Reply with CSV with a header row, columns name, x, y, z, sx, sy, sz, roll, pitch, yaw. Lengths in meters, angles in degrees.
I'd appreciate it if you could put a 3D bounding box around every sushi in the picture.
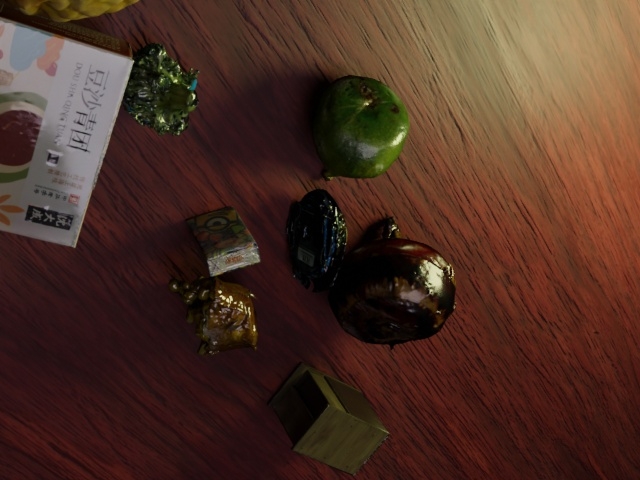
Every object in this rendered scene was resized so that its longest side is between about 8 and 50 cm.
name,x,y,z,sx,sy,sz,roll,pitch,yaw
sushi,-0.216,0.154,1.913,0.179,0.296,0.166,-6,87,-4

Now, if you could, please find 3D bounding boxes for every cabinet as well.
name,x,y,z,sx,sy,sz,roll,pitch,yaw
cabinet,0.013,0.427,2.199,0.215,0.175,0.148,32,101,-37

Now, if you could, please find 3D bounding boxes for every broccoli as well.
name,x,y,z,sx,sy,sz,roll,pitch,yaw
broccoli,-0.275,-0.265,1.659,0.154,0.160,0.167,-6,114,-54

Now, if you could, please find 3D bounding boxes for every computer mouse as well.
name,x,y,z,sx,sy,sz,roll,pitch,yaw
computer mouse,0.000,0.000,1.969,0.077,0.146,0.241,-13,123,-41

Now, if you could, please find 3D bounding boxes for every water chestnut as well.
name,x,y,z,sx,sy,sz,roll,pitch,yaw
water chestnut,0.163,0.086,2.043,0.300,0.300,0.300,-12,123,-19

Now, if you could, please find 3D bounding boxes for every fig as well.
name,x,y,z,sx,sy,sz,roll,pitch,yaw
fig,0.065,-0.205,1.879,0.203,0.203,0.235,-10,162,-20

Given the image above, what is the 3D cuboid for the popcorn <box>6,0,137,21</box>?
name,x,y,z,sx,sy,sz,roll,pitch,yaw
popcorn,-0.369,-0.487,1.408,0.349,0.349,0.381,-32,166,-5

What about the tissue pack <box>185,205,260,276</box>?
name,x,y,z,sx,sy,sz,roll,pitch,yaw
tissue pack,-0.195,0.001,1.860,0.109,0.148,0.060,-19,129,-15

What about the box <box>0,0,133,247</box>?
name,x,y,z,sx,sy,sz,roll,pitch,yaw
box,-0.538,-0.204,1.490,0.385,0.122,0.344,15,109,-20
